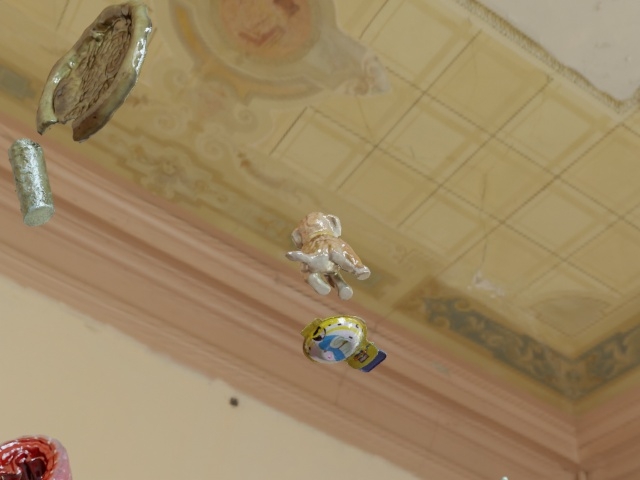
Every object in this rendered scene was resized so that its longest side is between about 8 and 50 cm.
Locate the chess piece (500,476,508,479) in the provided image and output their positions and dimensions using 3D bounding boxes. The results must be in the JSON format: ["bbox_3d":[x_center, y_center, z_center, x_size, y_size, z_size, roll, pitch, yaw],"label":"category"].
[{"bbox_3d":[0.278,0.397,1.105,0.059,0.149,0.059,-6,-41,-6],"label":"chess piece"}]

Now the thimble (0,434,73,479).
[{"bbox_3d":[-0.484,0.414,1.301,0.163,0.189,0.125,-7,-68,-14],"label":"thimble"}]

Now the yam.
[{"bbox_3d":[-0.612,-0.125,1.697,0.078,0.179,0.078,-15,-16,-4],"label":"yam"}]

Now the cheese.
[{"bbox_3d":[0.058,0.238,1.811,0.156,0.064,0.250,-43,-48,18],"label":"cheese"}]

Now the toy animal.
[{"bbox_3d":[-0.015,0.001,1.494,0.183,0.185,0.104,28,-60,-38],"label":"toy animal"}]

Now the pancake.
[{"bbox_3d":[-0.288,-0.218,1.024,0.235,0.212,0.029,6,-20,47],"label":"pancake"}]
